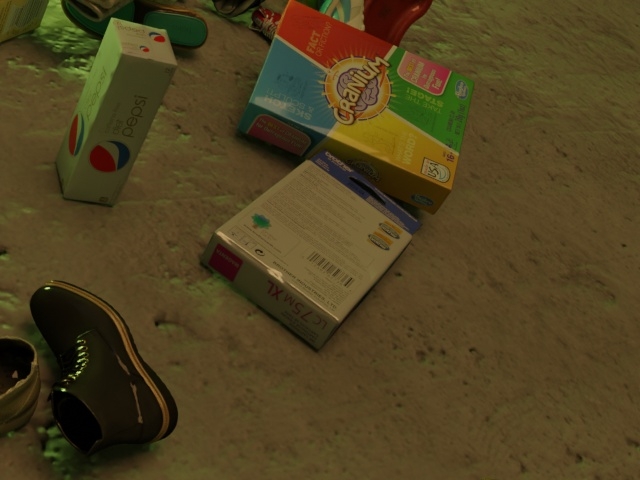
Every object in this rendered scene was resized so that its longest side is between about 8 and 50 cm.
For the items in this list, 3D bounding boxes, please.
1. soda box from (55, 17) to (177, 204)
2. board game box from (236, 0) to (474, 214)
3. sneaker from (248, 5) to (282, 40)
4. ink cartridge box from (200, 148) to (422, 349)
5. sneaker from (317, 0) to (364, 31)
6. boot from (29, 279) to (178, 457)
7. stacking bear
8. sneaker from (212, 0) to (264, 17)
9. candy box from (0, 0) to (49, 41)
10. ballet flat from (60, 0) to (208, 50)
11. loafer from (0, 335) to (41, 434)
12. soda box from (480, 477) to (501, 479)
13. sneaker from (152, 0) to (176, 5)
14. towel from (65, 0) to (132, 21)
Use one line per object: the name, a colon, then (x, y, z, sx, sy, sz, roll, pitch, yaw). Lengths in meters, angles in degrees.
soda box: (-0.240, -0.145, 1.267, 0.069, 0.216, 0.074, 7, 40, -30)
board game box: (0.060, -0.202, 1.625, 0.316, 0.064, 0.242, 22, 51, -8)
sneaker: (-0.079, -0.349, 1.812, 0.067, 0.042, 0.118, 16, 29, -29)
ink cartridge box: (0.000, 0.000, 1.416, 0.185, 0.065, 0.311, 37, 36, 6)
sneaker: (0.033, -0.339, 1.780, 0.092, 0.229, 0.087, 28, -11, -14)
boot: (-0.232, 0.115, 1.032, 0.198, 0.077, 0.137, 42, 14, 16)
stacking bear: (0.029, -0.463, 1.948, 0.289, 0.175, 0.164, 40, 8, 32)
sneaker: (-0.155, -0.457, 1.851, 0.226, 0.086, 0.163, 21, 53, 37)
candy box: (-0.507, -0.317, 1.386, 0.183, 0.087, 0.316, 36, 33, 6)
ballet flat: (-0.280, -0.327, 1.616, 0.232, 0.080, 0.073, 12, 11, -32)
loafer: (-0.352, 0.137, 0.930, 0.102, 0.092, 0.268, 44, 35, 20)
soda box: (0.246, 0.315, 1.212, 0.181, 0.061, 0.058, 15, 37, -24)
sneaker: (-0.275, -0.410, 1.697, 0.115, 0.090, 0.232, 45, 36, 12)
towel: (-0.357, -0.448, 1.549, 0.331, 0.053, 0.317, 33, 35, 3)
